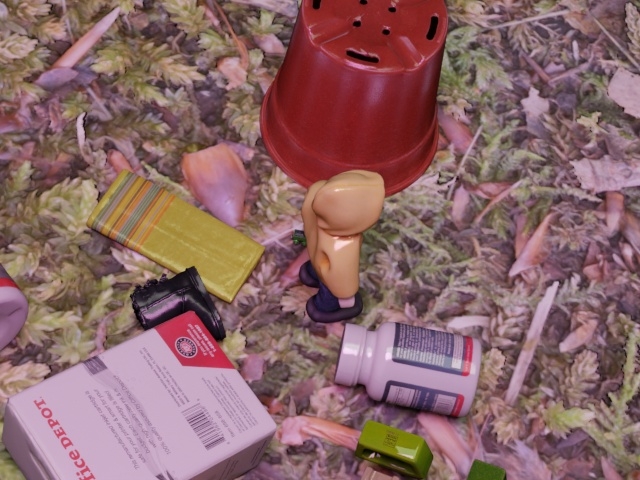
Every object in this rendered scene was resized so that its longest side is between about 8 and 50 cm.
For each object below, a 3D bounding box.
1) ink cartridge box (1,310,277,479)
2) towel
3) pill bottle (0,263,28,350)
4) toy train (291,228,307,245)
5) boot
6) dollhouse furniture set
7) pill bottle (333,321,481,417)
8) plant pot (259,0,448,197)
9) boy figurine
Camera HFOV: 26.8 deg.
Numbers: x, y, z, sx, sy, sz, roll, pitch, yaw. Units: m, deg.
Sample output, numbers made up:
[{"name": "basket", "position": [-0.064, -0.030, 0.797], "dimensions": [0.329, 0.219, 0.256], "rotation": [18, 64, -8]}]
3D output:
[{"name": "ink cartridge box", "position": [-0.225, 0.237, 1.652], "dimensions": [0.273, 0.114, 0.197], "rotation": [-24, 65, -33]}, {"name": "towel", "position": [-0.202, -0.006, 1.878], "dimensions": [0.237, 0.021, 0.102], "rotation": [29, 66, 8]}, {"name": "pill bottle", "position": [-0.518, 0.025, 1.734], "dimensions": [0.161, 0.161, 0.283], "rotation": [-33, 70, -23]}, {"name": "toy train", "position": [0.000, 0.000, 1.897], "dimensions": [0.083, 0.023, 0.017], "rotation": [11, 59, -1]}, {"name": "boot", "position": [-0.193, 0.098, 1.804], "dimensions": [0.099, 0.045, 0.121], "rotation": [-24, 71, -15]}, {"name": "dollhouse furniture set", "position": [0.088, 0.400, 1.625], "dimensions": [0.198, 0.151, 0.301], "rotation": [17, 62, 17]}, {"name": "pill bottle", "position": [0.113, 0.164, 1.770], "dimensions": [0.180, 0.108, 0.108], "rotation": [12, 59, -1]}, {"name": "plant pot", "position": [0.058, -0.239, 1.904], "dimensions": [0.272, 0.265, 0.272], "rotation": [3, 60, -5]}, {"name": "boy figurine", "position": [0.022, -0.009, 1.756], "dimensions": [0.092, 0.285, 0.177], "rotation": [-6, 58, -11]}]
